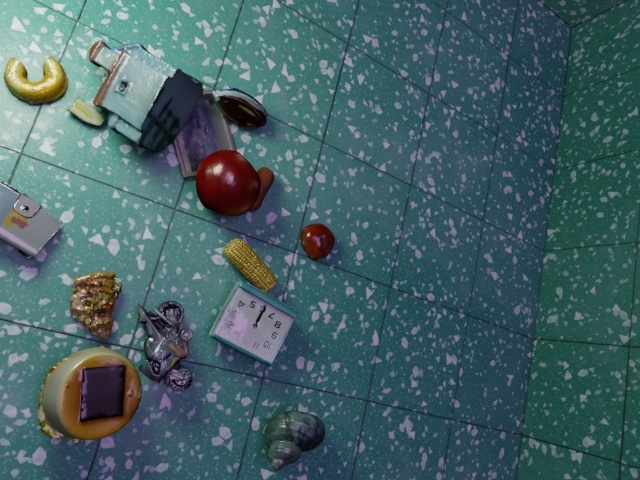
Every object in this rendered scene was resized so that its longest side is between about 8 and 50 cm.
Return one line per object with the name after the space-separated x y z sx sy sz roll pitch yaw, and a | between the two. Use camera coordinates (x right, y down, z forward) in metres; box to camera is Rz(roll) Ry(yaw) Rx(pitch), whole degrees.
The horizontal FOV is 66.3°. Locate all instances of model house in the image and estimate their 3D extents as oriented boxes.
-0.629 -0.501 1.642 0.329 0.252 0.295 30 94 4 | model house

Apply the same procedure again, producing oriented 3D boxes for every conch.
-0.103 0.730 1.813 0.277 0.195 0.221 -48 139 -51 | conch

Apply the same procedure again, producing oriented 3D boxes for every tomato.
0.000 0.000 2.005 0.155 0.069 0.156 4 82 -31 | tomato

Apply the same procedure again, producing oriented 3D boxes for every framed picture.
-0.444 -0.401 1.823 0.231 0.024 0.315 -17 94 -32 | framed picture

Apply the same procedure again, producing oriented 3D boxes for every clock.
-0.251 0.304 1.809 0.262 0.116 0.231 33 74 -22 | clock

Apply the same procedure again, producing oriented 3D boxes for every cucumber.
-0.777 -0.418 1.628 0.107 0.035 0.067 37 57 -27 | cucumber

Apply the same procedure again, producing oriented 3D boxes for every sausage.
-0.240 -0.196 1.889 0.077 0.077 0.194 32 70 -23 | sausage

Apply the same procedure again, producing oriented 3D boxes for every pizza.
-0.723 0.206 1.566 0.147 0.069 0.227 13 77 -30 | pizza

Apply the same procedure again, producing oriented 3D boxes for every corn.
-0.259 0.095 1.832 0.244 0.093 0.093 49 64 -20 | corn

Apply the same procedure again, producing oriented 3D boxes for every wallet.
-0.926 -0.064 1.481 0.231 0.069 0.170 40 49 -24 | wallet

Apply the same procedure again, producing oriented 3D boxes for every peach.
-0.328 -0.205 1.752 0.243 0.199 0.244 -4 110 -11 | peach

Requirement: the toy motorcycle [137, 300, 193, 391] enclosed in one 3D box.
-0.521 0.354 1.629 0.173 0.108 0.308 -5 77 -33 | toy motorcycle

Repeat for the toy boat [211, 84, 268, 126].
-0.305 -0.517 1.871 0.261 0.114 0.115 26 34 -36 | toy boat

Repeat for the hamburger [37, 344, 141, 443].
-0.693 0.464 1.490 0.294 0.179 0.276 2 83 -39 | hamburger

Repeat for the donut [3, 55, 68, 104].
-0.897 -0.510 1.548 0.181 0.078 0.146 -9 86 -29 | donut
